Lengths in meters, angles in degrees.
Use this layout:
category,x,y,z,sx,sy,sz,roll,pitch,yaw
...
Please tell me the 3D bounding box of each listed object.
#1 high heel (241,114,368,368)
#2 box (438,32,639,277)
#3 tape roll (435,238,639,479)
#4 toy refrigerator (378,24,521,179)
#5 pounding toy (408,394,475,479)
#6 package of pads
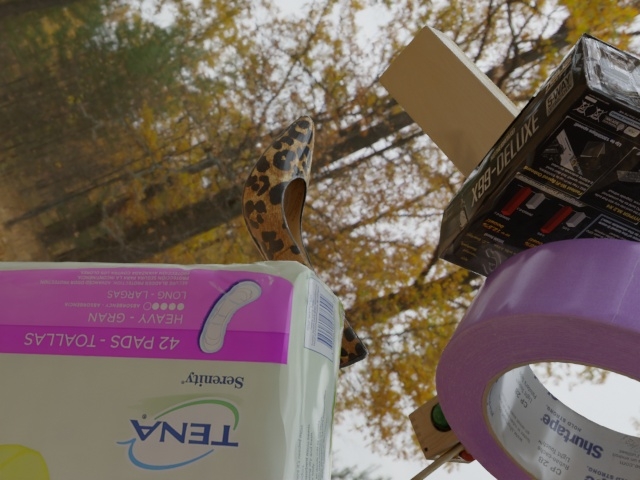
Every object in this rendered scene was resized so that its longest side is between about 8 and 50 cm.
category,x,y,z,sx,sy,sz,roll,pitch,yaw
high heel,0.000,0.000,0.711,0.186,0.261,0.093,17,-7,24
box,0.303,-0.018,0.621,0.307,0.076,0.242,22,-40,-7
tape roll,0.236,0.132,0.533,0.275,0.090,0.275,24,-40,22
toy refrigerator,0.213,-0.161,0.916,0.102,0.094,0.269,-47,-108,25
pounding toy,0.196,0.272,0.940,0.141,0.130,0.100,21,36,-42
package of pads,-0.141,0.130,0.354,0.101,0.296,0.229,63,29,-65
